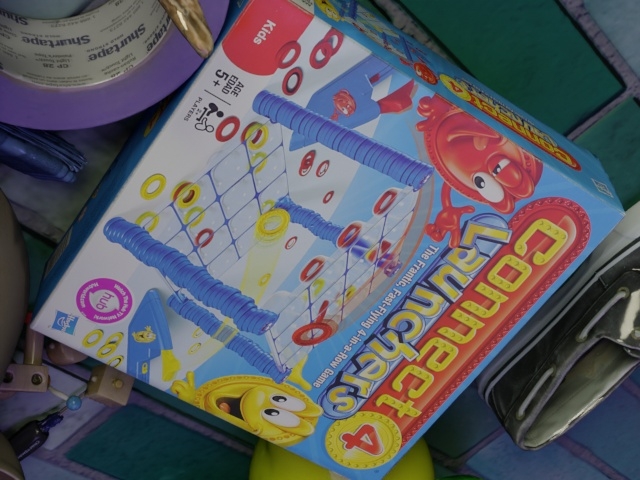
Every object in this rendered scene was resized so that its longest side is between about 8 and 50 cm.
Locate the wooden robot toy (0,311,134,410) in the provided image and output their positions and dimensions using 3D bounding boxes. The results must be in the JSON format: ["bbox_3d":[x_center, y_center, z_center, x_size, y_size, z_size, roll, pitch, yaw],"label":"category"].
[{"bbox_3d":[-0.241,0.099,0.929,0.173,0.076,0.079,11,162,-33],"label":"wooden robot toy"}]

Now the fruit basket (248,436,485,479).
[{"bbox_3d":[0.018,0.279,1.123,0.392,0.283,0.392,0,90,-13],"label":"fruit basket"}]

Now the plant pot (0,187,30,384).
[{"bbox_3d":[-0.292,0.080,0.630,0.256,0.274,0.257,-5,115,-11],"label":"plant pot"}]

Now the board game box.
[{"bbox_3d":[0.000,0.000,0.838,0.302,0.086,0.308,29,116,-20],"label":"board game box"}]

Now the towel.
[{"bbox_3d":[-0.216,-0.074,0.760,0.119,0.067,0.029,30,75,-42],"label":"towel"}]

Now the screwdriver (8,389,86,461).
[{"bbox_3d":[-0.212,0.144,1.001,0.170,0.024,0.025,-34,107,7],"label":"screwdriver"}]

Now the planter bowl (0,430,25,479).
[{"bbox_3d":[-0.318,0.184,0.926,0.162,0.109,0.162,-13,136,-12],"label":"planter bowl"}]

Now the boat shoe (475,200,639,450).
[{"bbox_3d":[0.294,0.075,1.095,0.121,0.119,0.335,22,120,-39],"label":"boat shoe"}]

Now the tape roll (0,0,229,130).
[{"bbox_3d":[-0.153,-0.163,0.684,0.189,0.080,0.189,-14,137,-13],"label":"tape roll"}]

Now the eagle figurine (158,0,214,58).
[{"bbox_3d":[-0.022,-0.276,0.534,0.298,0.225,0.226,-35,135,14],"label":"eagle figurine"}]
